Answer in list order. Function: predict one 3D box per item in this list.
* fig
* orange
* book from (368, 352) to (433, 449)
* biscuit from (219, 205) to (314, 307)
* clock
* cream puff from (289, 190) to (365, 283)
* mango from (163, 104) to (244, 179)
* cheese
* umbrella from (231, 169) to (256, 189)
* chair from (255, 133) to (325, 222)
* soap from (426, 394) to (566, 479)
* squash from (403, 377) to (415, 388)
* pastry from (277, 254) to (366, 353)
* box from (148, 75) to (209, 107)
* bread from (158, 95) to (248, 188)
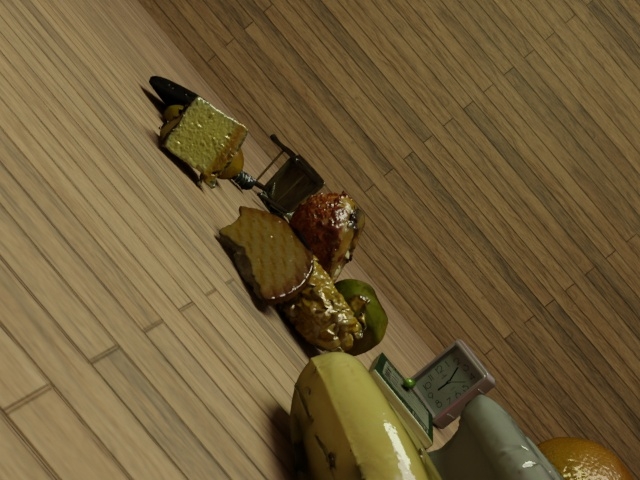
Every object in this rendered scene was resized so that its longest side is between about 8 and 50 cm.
[{"bbox_3d":[0.064,0.151,1.356,0.144,0.154,0.166,12,-13,6],"label":"fig"},{"bbox_3d":[0.625,0.652,1.684,0.357,0.322,0.322,25,24,-55],"label":"orange"},{"bbox_3d":[0.188,0.359,1.563,0.202,0.027,0.264,50,6,6],"label":"book"},{"bbox_3d":[-0.097,0.028,1.170,0.176,0.031,0.228,13,39,1],"label":"biscuit"},{"bbox_3d":[0.342,0.377,1.790,0.063,0.197,0.150,42,9,-43],"label":"clock"},{"bbox_3d":[0.000,0.000,1.467,0.164,0.240,0.240,32,1,14],"label":"cream puff"},{"bbox_3d":[-0.267,-0.232,1.575,0.227,0.099,0.136,41,5,9],"label":"mango"},{"bbox_3d":[0.068,0.262,0.734,0.259,0.128,0.316,51,7,-14],"label":"cheese"},{"bbox_3d":[-0.242,-0.191,1.758,0.188,0.046,0.050,38,9,-43],"label":"umbrella"},{"bbox_3d":[-0.084,-0.148,2.024,0.160,0.186,0.319,48,5,36],"label":"chair"},{"bbox_3d":[0.291,0.443,0.860,0.350,0.213,0.435,46,6,-12],"label":"soap"},{"bbox_3d":[0.213,0.338,1.612,0.027,0.027,0.089,52,5,18],"label":"squash"},{"bbox_3d":[-0.011,0.113,1.227,0.250,0.102,0.154,51,8,31],"label":"pastry"},{"bbox_3d":[-0.321,-0.324,1.684,0.212,0.042,0.201,30,-9,15],"label":"box"},{"bbox_3d":[-0.238,-0.207,1.376,0.147,0.152,0.127,36,10,-31],"label":"bread"}]
